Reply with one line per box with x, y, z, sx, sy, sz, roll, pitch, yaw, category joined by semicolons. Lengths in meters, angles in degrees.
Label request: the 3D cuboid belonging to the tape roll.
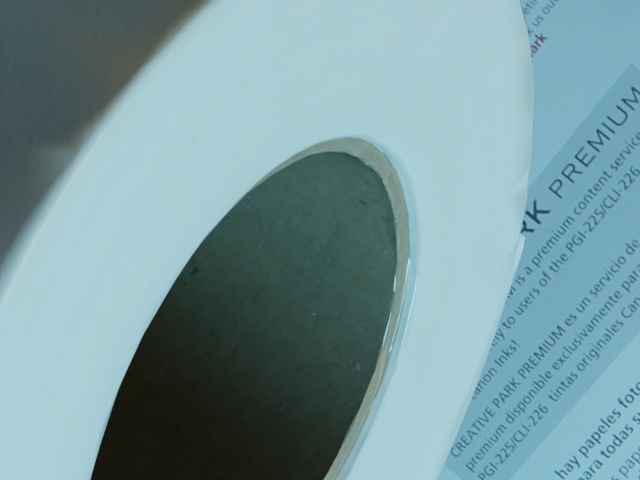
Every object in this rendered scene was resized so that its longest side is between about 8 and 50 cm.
-0.078;0.009;0.463;0.246;0.169;0.246;-43;146;-40;tape roll

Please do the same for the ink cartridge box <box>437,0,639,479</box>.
0.075;0.060;0.627;0.309;0.272;0.130;-51;175;20;ink cartridge box
